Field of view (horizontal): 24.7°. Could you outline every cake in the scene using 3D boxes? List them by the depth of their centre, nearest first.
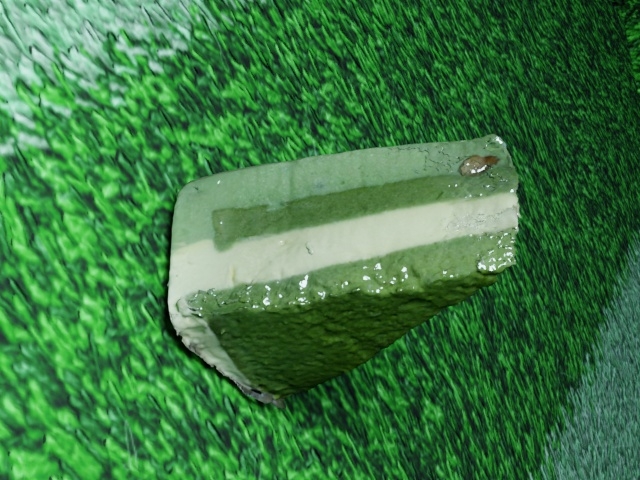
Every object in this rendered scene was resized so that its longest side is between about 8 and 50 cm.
[{"bbox_3d":[0.005,-0.002,1.174,0.172,0.283,0.158,25,49,-36],"label":"cake"}]
